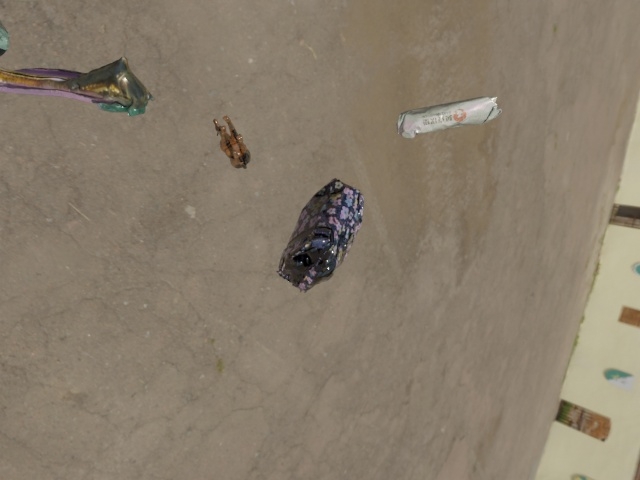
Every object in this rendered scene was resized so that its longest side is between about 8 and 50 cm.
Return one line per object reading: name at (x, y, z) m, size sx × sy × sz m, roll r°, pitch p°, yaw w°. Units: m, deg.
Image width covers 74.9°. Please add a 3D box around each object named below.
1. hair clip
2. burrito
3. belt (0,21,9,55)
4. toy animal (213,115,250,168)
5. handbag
hair clip at (-0.456, -0.283, 0.745) m, size 0.095 × 0.360 × 0.110 m, roll 55°, pitch 47°, yaw -64°
burrito at (0.258, -0.253, 0.858) m, size 0.064 × 0.204 × 0.064 m, roll -9°, pitch 90°, yaw -78°
belt at (-0.793, -0.453, 0.903) m, size 0.199 × 0.151 × 0.078 m, roll -27°, pitch 82°, yaw -42°
toy animal at (-0.273, -0.299, 1.231) m, size 0.067 × 0.229 × 0.224 m, roll -29°, pitch 85°, yaw -9°
handbag at (0.000, 0.000, 0.862) m, size 0.228 × 0.127 × 0.207 m, roll -52°, pitch -168°, yaw 55°
